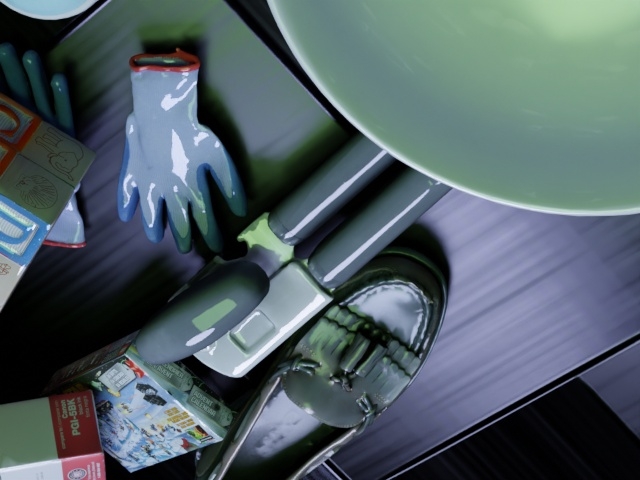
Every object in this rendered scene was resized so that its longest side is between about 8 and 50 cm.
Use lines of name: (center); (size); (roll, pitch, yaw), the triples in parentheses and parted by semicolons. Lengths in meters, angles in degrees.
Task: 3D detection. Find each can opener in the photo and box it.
can opener: (0.000, 0.000, 1.024); (0.280, 0.093, 0.074); (-41, 96, 23)

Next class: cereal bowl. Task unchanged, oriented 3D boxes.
cereal bowl: (0.139, -0.188, 0.844); (0.339, 0.141, 0.339); (6, 123, 9)

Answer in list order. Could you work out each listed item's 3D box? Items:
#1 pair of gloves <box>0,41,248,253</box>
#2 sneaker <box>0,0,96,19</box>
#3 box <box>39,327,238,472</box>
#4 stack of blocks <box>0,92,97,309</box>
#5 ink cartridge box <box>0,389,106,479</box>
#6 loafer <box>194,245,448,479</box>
pair of gloves: (-0.147, -0.059, 1.064); (0.198, 0.023, 0.159); (5, 125, 15)
sneaker: (-0.182, -0.254, 0.824); (0.135, 0.150, 0.366); (4, 130, 12)
box: (-0.132, 0.117, 1.143); (0.094, 0.027, 0.137); (43, 144, -16)
stack of blocks: (-0.296, 0.013, 1.092); (0.171, 0.087, 0.297); (32, 129, -8)
ink cartridge box: (-0.222, 0.161, 1.131); (0.135, 0.056, 0.099); (-8, 146, -12)
loafer: (-0.004, 0.117, 1.108); (0.096, 0.084, 0.267); (34, 123, -9)
